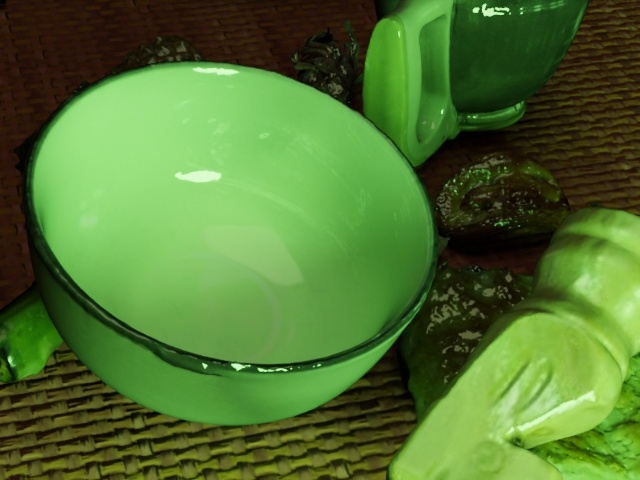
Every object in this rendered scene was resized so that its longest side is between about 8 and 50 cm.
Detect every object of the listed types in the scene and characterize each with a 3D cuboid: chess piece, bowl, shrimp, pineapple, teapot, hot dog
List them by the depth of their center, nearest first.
[{"bbox_3d":[0.176,0.109,1.137,0.137,0.137,0.301,29,60,26],"label":"chess piece"},{"bbox_3d":[-0.089,0.027,1.226,0.354,0.185,0.354,9,45,-9],"label":"bowl"},{"bbox_3d":[0.186,-0.039,1.448,0.147,0.065,0.099,-5,51,-14],"label":"hot dog"},{"bbox_3d":[-0.214,-0.124,1.485,0.237,0.111,0.119,-38,23,-28],"label":"pineapple"},{"bbox_3d":[0.169,-0.216,1.522,0.239,0.239,0.321,4,35,1],"label":"teapot"},{"bbox_3d":[0.008,-0.198,1.619,0.073,0.075,0.190,-24,26,16],"label":"shrimp"}]

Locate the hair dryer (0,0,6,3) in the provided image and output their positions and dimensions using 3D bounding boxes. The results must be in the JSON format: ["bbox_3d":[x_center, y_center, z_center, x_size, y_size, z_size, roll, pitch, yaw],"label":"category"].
[{"bbox_3d":[-0.485,-0.322,1.738,0.195,0.050,0.173,33,51,25],"label":"hair dryer"}]

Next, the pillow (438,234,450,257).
[{"bbox_3d":[0.000,0.000,1.398,0.229,0.050,0.148,22,50,20],"label":"pillow"}]

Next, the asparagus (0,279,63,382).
[{"bbox_3d":[-0.216,0.038,1.325,0.067,0.060,0.277,9,36,38],"label":"asparagus"}]

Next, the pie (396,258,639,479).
[{"bbox_3d":[0.247,0.128,1.247,0.371,0.078,0.296,9,40,8],"label":"pie"}]
